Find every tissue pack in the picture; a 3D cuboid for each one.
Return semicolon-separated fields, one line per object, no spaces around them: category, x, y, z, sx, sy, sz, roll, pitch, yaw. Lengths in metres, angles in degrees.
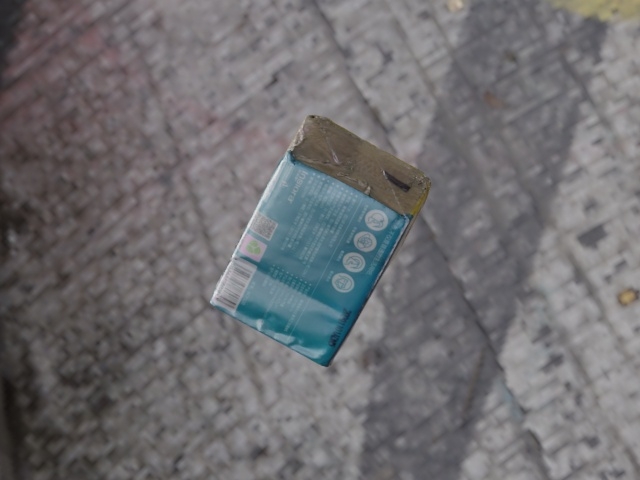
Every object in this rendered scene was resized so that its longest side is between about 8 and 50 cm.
tissue pack;0.000;0.000;1.399;0.169;0.120;0.082;-62;-1;32
